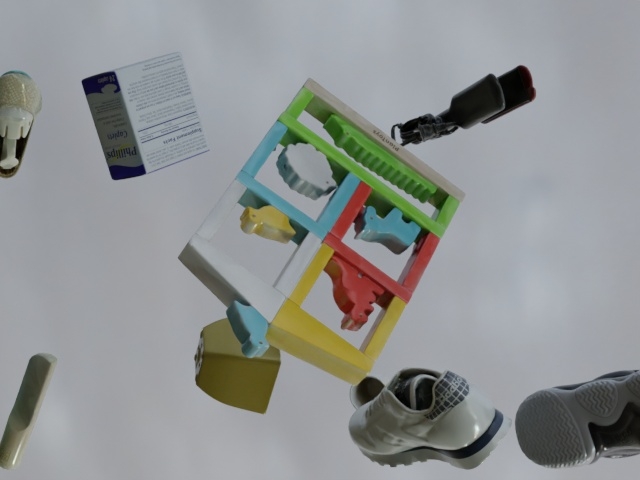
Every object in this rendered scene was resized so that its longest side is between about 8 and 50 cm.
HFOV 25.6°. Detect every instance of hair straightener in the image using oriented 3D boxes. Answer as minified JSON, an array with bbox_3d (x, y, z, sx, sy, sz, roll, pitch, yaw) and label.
[{"bbox_3d":[0.128,-0.134,1.504,0.230,0.089,0.047,-13,-86,60],"label":"hair straightener"}]

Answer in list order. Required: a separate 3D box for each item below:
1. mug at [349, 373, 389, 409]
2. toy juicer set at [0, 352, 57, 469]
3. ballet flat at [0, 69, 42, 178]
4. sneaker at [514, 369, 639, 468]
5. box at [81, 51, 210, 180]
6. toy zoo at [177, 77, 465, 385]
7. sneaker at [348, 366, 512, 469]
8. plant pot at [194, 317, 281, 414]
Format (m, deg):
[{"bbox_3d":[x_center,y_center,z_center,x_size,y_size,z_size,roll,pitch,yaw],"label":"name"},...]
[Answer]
[{"bbox_3d":[0.086,0.241,2.190,0.062,0.064,0.078,-24,-91,16],"label":"mug"},{"bbox_3d":[-0.440,0.198,1.525,0.328,0.089,0.209,7,-52,8],"label":"toy juicer set"},{"bbox_3d":[-0.339,-0.123,1.561,0.168,0.057,0.052,117,-31,-59],"label":"ballet flat"},{"bbox_3d":[0.341,0.170,1.415,0.268,0.153,0.101,-10,-93,37],"label":"sneaker"},{"bbox_3d":[-0.223,-0.160,1.808,0.072,0.126,0.137,-9,-79,41],"label":"box"},{"bbox_3d":[0.000,0.000,1.262,0.192,0.293,0.030,36,-41,-5],"label":"toy zoo"},{"bbox_3d":[0.092,0.169,1.416,0.095,0.090,0.235,44,-28,-17],"label":"sneaker"},{"bbox_3d":[-0.095,0.133,1.551,0.081,0.083,0.081,-101,-157,-52],"label":"plant pot"}]
